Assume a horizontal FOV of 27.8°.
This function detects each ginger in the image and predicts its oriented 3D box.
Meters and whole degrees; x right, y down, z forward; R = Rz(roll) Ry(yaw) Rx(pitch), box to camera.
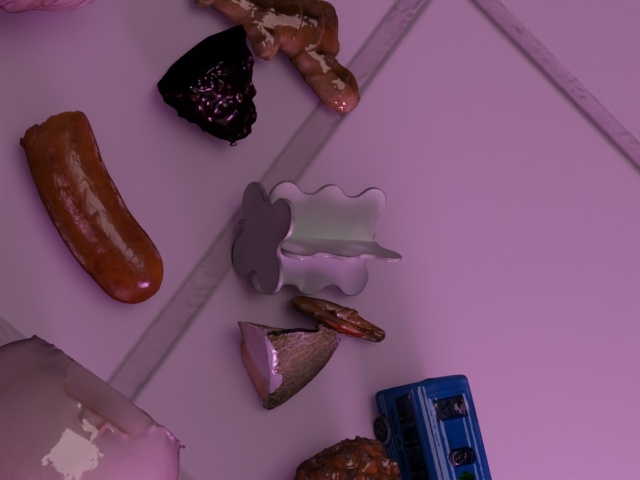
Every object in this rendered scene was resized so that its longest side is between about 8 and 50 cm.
[{"bbox_3d":[-0.063,-0.322,1.933,0.334,0.081,0.148,28,79,-19],"label":"ginger"}]

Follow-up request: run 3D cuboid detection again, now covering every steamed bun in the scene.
[{"bbox_3d":[-0.329,0.284,1.475,0.309,0.309,0.309,9,71,-27],"label":"steamed bun"}]

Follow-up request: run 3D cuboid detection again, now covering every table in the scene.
[{"bbox_3d":[0.000,0.000,1.822,0.198,0.166,0.166,3,74,-33],"label":"table"}]

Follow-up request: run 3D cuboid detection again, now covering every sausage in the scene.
[{"bbox_3d":[-0.297,-0.038,1.696,0.109,0.109,0.270,-30,91,-33],"label":"sausage"}]

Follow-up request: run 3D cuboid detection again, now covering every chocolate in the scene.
[{"bbox_3d":[-0.139,-0.204,1.832,0.156,0.156,0.133,-52,122,-31],"label":"chocolate"}]

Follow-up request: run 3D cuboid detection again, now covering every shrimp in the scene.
[{"bbox_3d":[0.034,0.112,1.843,0.162,0.095,0.045,23,79,-21],"label":"shrimp"}]

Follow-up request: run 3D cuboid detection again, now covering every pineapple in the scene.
[{"bbox_3d":[0.048,0.368,1.740,0.166,0.166,0.193,-25,88,-33],"label":"pineapple"}]

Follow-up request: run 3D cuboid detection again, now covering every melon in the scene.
[{"bbox_3d":[-0.053,0.168,1.795,0.202,0.093,0.139,15,95,-55],"label":"melon"}]

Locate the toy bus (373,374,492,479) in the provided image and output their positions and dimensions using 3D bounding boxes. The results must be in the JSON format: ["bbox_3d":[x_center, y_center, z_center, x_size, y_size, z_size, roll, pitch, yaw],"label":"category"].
[{"bbox_3d":[0.168,0.318,1.833,0.113,0.134,0.246,-5,77,-31],"label":"toy bus"}]

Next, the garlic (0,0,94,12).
[{"bbox_3d":[-0.396,-0.438,1.677,0.317,0.259,0.317,34,35,-28],"label":"garlic"}]
